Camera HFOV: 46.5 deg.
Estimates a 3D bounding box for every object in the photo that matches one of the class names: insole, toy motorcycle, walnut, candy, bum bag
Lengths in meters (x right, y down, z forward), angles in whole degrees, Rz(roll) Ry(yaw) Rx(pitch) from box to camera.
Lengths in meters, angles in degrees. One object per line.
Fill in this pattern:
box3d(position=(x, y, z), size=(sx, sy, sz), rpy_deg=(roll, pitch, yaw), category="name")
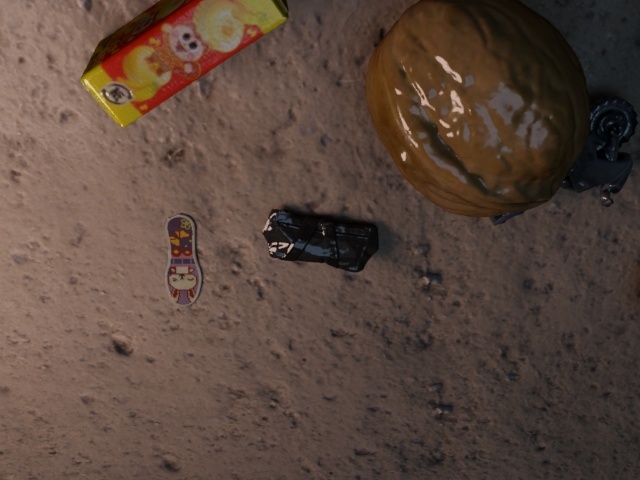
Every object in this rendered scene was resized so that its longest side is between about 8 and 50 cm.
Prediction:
box3d(position=(-0.236, 0.037, 1.275), size=(0.065, 0.004, 0.197), rpy_deg=(2, 125, -5), category="insole")
box3d(position=(0.371, -0.106, 1.156), size=(0.270, 0.106, 0.159), rpy_deg=(-30, 119, 10), category="toy motorcycle")
box3d(position=(0.210, -0.178, 0.996), size=(0.277, 0.252, 0.313), rpy_deg=(-39, 92, 29), category="walnut")
box3d(position=(-0.175, -0.276, 0.983), size=(0.276, 0.146, 0.088), rpy_deg=(-28, 121, 16), category="candy")
box3d(position=(0.000, 0.000, 1.243), size=(0.197, 0.049, 0.087), rpy_deg=(9, 99, -9), category="bum bag")
